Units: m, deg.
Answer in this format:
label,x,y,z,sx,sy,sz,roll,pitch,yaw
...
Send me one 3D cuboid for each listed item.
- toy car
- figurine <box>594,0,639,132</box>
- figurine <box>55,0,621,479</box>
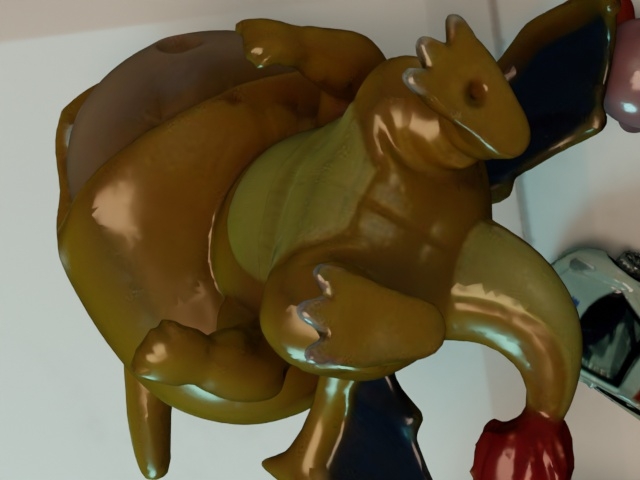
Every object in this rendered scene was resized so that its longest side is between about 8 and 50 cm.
label,x,y,z,sx,sy,sz,roll,pitch,yaw
toy car,0.228,0.082,0.993,0.205,0.056,0.095,33,120,6
figurine,0.197,-0.101,0.926,0.071,0.067,0.083,25,136,34
figurine,-0.016,0.032,0.909,0.387,0.268,0.401,-6,74,60
